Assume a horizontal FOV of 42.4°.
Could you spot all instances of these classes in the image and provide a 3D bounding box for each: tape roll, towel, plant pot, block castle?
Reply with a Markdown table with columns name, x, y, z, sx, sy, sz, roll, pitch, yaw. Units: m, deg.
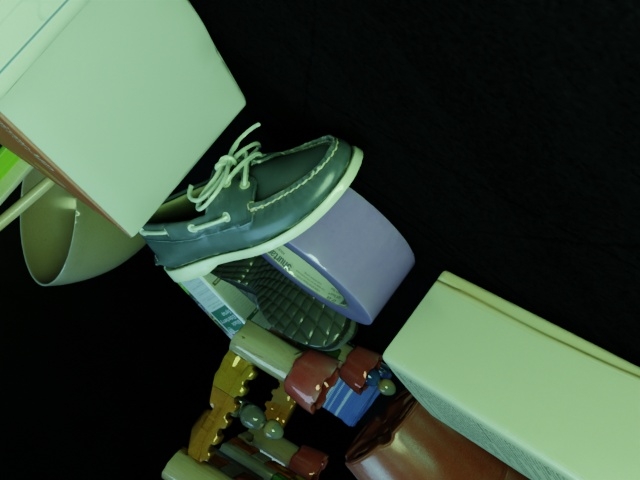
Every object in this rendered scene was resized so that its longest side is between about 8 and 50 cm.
| name | x | y | z | sx | sy | sz | roll | pitch | yaw |
| --- | --- | --- | --- | --- | --- | --- | --- | --- | --- |
| tape roll | 0.000 | 0.000 | 0.861 | 0.189 | 0.080 | 0.189 | 36 | 167 | 9 |
| towel | -0.026 | 0.226 | 1.682 | 0.336 | 0.040 | 0.243 | 37 | 142 | 11 |
| plant pot | -0.420 | -0.056 | 1.540 | 0.190 | 0.284 | 0.284 | 3 | -166 | -39 |
| plant pot | 0.204 | 0.425 | 1.501 | 0.265 | 0.272 | 0.272 | 47 | 168 | -1 |
| block castle | -0.039 | 0.301 | 1.346 | 0.212 | 0.303 | 0.453 | 29 | -179 | 14 |

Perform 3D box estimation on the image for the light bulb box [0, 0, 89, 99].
| name | x | y | z | sx | sy | sz | roll | pitch | yaw |
| --- | --- | --- | --- | --- | --- | --- | --- | --- | --- |
| light bulb box | -0.329 | -0.189 | 0.419 | 0.358 | 0.361 | 0.225 | 31 | 167 | 29 |

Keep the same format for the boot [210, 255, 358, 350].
| name | x | y | z | sx | sy | sz | roll | pitch | yaw |
| --- | --- | --- | --- | --- | --- | --- | --- | --- | --- |
| boot | -0.007 | 0.096 | 1.240 | 0.222 | 0.118 | 0.338 | 39 | 177 | -39 |

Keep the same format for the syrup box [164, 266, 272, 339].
| name | x | y | z | sx | sy | sz | roll | pitch | yaw |
| --- | --- | --- | --- | --- | --- | --- | --- | --- | --- |
| syrup box | -0.175 | 0.097 | 1.579 | 0.237 | 0.096 | 0.093 | 49 | 146 | -9 |

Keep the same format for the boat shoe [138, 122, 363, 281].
| name | x | y | z | sx | sy | sz | roll | pitch | yaw |
| --- | --- | --- | --- | --- | --- | --- | --- | --- | --- |
| boat shoe | -0.073 | -0.038 | 0.725 | 0.254 | 0.095 | 0.079 | -21 | 119 | 44 |

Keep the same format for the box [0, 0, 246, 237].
| name | x | y | z | sx | sy | sz | roll | pitch | yaw |
| --- | --- | --- | --- | --- | --- | --- | --- | --- | --- |
| box | -0.270 | -0.187 | 0.727 | 0.345 | 0.168 | 0.215 | 31 | 166 | 29 |

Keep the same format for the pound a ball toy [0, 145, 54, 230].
| name | x | y | z | sx | sy | sz | roll | pitch | yaw |
| --- | --- | --- | --- | --- | --- | --- | --- | --- | --- |
| pound a ball toy | -0.454 | -0.129 | 1.118 | 0.135 | 0.319 | 0.208 | 34 | 168 | 17 |

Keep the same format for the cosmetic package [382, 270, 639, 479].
| name | x | y | z | sx | sy | sz | roll | pitch | yaw |
| --- | --- | --- | --- | --- | --- | --- | --- | --- | --- |
| cosmetic package | 0.222 | 0.163 | 0.746 | 0.309 | 0.113 | 0.160 | 28 | 165 | 38 |
